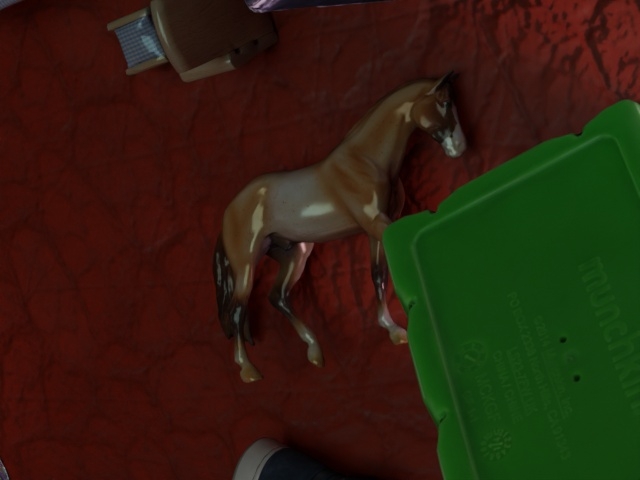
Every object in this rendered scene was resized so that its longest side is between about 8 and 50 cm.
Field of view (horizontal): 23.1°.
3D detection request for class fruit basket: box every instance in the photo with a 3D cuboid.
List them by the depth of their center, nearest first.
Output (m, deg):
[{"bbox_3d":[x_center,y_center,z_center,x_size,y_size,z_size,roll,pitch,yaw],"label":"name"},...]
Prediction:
[{"bbox_3d":[0.200,0.160,0.908,0.283,0.392,0.392,-29,83,16],"label":"fruit basket"}]

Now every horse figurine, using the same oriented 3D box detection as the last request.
[{"bbox_3d":[0.000,0.000,1.116,0.263,0.066,0.174,-21,76,39],"label":"horse figurine"}]

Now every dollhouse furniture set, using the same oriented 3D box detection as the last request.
[{"bbox_3d":[-0.245,-0.213,1.128,0.303,0.198,0.286,-13,103,34],"label":"dollhouse furniture set"}]

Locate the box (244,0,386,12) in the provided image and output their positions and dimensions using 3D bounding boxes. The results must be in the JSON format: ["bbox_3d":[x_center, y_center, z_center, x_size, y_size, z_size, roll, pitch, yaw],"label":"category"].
[{"bbox_3d":[0.083,-0.451,0.843,0.480,0.297,0.471,-34,81,33],"label":"box"}]

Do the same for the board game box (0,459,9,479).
[{"bbox_3d":[-0.348,0.240,1.412,0.169,0.033,0.133,12,105,31],"label":"board game box"}]

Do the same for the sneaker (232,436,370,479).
[{"bbox_3d":[0.003,0.276,1.159,0.163,0.086,0.226,14,106,33],"label":"sneaker"}]
